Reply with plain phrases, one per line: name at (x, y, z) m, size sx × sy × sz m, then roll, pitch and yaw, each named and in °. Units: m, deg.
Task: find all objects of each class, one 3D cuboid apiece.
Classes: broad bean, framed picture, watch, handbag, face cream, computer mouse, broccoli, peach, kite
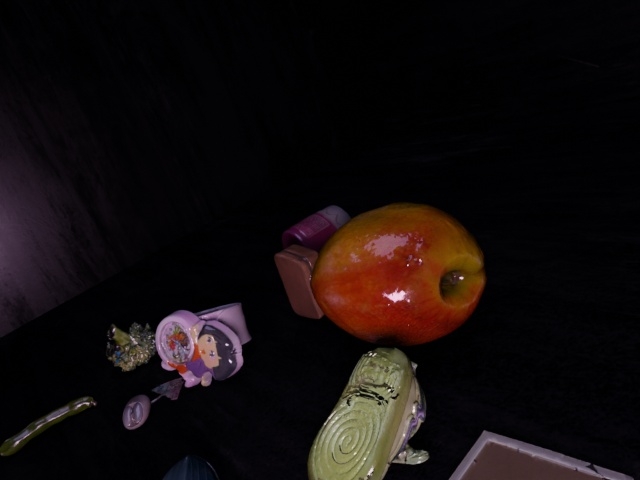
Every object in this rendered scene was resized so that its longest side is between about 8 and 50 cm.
broad bean at (-0.726, 0.488, 1.408) m, size 0.256 × 0.052 × 0.053 m, roll -28°, pitch 60°, yaw -23°
framed picture at (0.231, 0.361, 0.658) m, size 0.273 × 0.016 × 0.216 m, roll -35°, pitch 21°, yaw -33°
watch at (-0.274, 0.257, 1.376) m, size 0.244 × 0.196 × 0.231 m, roll -14°, pitch -1°, yaw 24°
handbag at (-0.037, 0.113, 1.405) m, size 0.072 × 0.193 × 0.151 m, roll -30°, pitch 25°, yaw -33°
face cream at (0.000, 0.000, 1.705) m, size 0.195 × 0.175 × 0.175 m, roll -33°, pitch 21°, yaw -25°
computer mouse at (-0.449, 0.412, 1.284) m, size 0.066 × 0.039 × 0.096 m, roll -22°, pitch 23°, yaw 3°
broccoli at (-0.570, 0.305, 1.565) m, size 0.167 × 0.160 × 0.154 m, roll 12°, pitch 65°, yaw 44°
peach at (0.154, 0.075, 1.123) m, size 0.372 × 0.290 × 0.373 m, roll -23°, pitch 14°, yaw 6°
kite at (-0.402, 0.394, 1.348) m, size 0.137 × 0.005 × 0.152 m, roll -4°, pitch 27°, yaw 46°

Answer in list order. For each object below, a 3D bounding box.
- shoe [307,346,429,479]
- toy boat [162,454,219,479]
shoe at (0.090, 0.299, 0.833) m, size 0.140 × 0.128 × 0.262 m, roll -12°, pitch 48°, yaw 55°
toy boat at (-0.196, 0.439, 0.772) m, size 0.114 × 0.122 × 0.296 m, roll -3°, pitch 27°, yaw -8°
